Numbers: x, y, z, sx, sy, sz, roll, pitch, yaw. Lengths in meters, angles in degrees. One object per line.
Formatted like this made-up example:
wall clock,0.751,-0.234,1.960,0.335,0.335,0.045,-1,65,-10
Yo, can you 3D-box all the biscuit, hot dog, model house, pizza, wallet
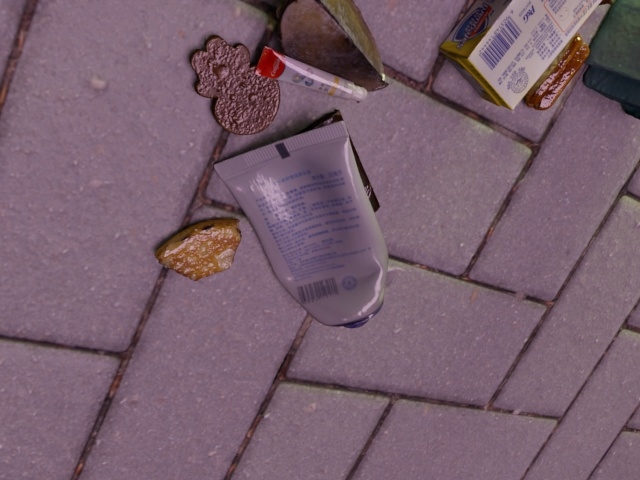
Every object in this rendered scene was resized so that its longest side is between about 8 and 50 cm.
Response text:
biscuit,-0.135,-0.248,1.044,0.124,0.026,0.175,-44,128,-4
hot dog,0.470,-0.333,1.300,0.071,0.045,0.165,29,101,-38
model house,0.732,-0.356,1.250,0.251,0.329,0.295,15,111,-29
pizza,-0.208,0.015,1.146,0.160,0.036,0.099,-23,124,-14
wallet,0.027,-0.115,1.199,0.122,0.031,0.232,-33,127,-9

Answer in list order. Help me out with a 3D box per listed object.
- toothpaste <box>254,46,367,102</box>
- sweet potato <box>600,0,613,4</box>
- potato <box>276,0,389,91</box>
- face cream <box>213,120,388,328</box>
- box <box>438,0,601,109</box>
toothpaste,-0.011,-0.263,1.060,0.190,0.031,0.048,13,125,-24
sweet potato,0.539,-0.478,1.261,0.117,0.049,0.049,8,113,-42
potato,0.005,-0.341,1.043,0.120,0.100,0.261,-9,156,28
face cream,0.000,0.000,1.187,0.234,0.137,0.420,-16,125,13
box,0.363,-0.392,1.179,0.168,0.097,0.265,32,99,-36
